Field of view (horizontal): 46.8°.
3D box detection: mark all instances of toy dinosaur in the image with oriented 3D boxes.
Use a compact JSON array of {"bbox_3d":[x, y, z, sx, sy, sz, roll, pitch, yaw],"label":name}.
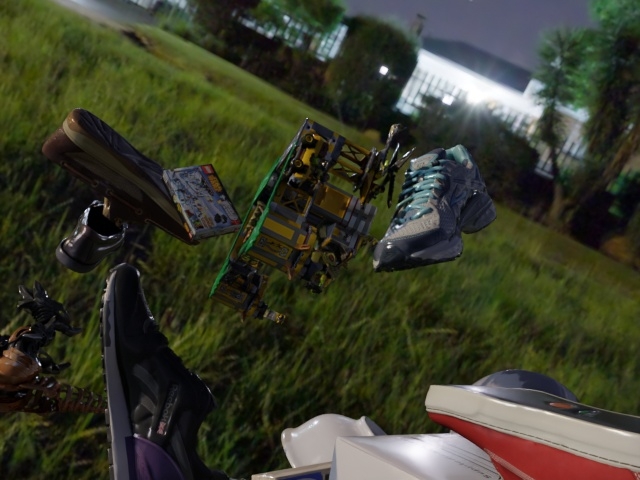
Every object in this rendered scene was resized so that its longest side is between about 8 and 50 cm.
[{"bbox_3d":[-0.474,0.198,1.129,0.322,0.164,0.218,45,16,-14],"label":"toy dinosaur"}]

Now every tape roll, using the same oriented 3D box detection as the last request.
[{"bbox_3d":[0.312,0.317,1.159,0.219,0.219,0.072,28,20,5],"label":"tape roll"}]

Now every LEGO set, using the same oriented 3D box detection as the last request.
[{"bbox_3d":[0.000,0.000,0.989,0.192,0.255,0.331,26,-32,-10],"label":"LEGO set"}]

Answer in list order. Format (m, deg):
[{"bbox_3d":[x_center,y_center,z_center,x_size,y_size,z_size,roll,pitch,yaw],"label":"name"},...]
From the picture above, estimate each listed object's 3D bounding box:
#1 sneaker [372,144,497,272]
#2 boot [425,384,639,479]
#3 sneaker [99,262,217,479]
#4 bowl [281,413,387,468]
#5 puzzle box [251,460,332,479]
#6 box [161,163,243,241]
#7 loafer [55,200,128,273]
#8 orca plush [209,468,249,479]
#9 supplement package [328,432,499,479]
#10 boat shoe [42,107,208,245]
[{"bbox_3d":[0.131,-0.046,0.936,0.110,0.122,0.283,-10,14,31],"label":"sneaker"},{"bbox_3d":[0.171,0.214,0.594,0.088,0.176,0.244,4,1,-34],"label":"boot"},{"bbox_3d":[-0.186,0.166,0.860,0.124,0.284,0.107,-5,-7,-13],"label":"sneaker"},{"bbox_3d":[0.077,0.413,1.327,0.298,0.134,0.298,47,1,-1],"label":"bowl"},{"bbox_3d":[0.071,0.462,1.104,0.052,0.272,0.408,-13,-14,43],"label":"puzzle box"},{"bbox_3d":[-0.203,-0.067,1.267,0.093,0.027,0.137,-13,62,-34],"label":"box"},{"bbox_3d":[-0.455,-0.028,1.544,0.109,0.095,0.302,35,17,-12],"label":"loafer"},{"bbox_3d":[-0.239,0.476,1.283,0.287,0.151,0.102,-23,18,-31],"label":"orca plush"},{"bbox_3d":[0.163,0.344,0.893,0.292,0.178,0.175,10,0,-39],"label":"supplement package"},{"bbox_3d":[-0.355,-0.089,1.363,0.342,0.123,0.123,41,16,-32],"label":"boat shoe"}]
